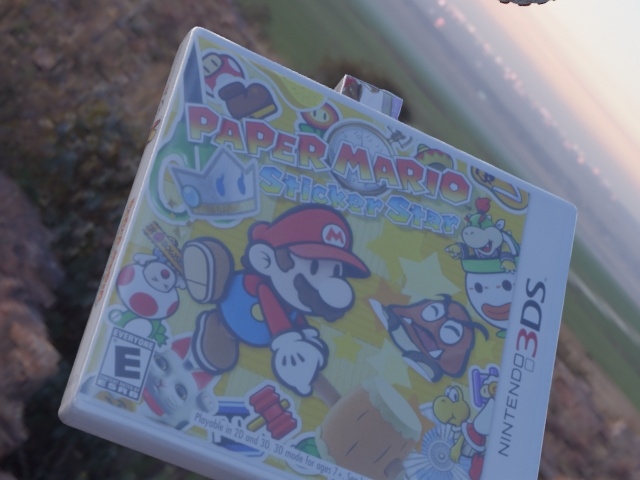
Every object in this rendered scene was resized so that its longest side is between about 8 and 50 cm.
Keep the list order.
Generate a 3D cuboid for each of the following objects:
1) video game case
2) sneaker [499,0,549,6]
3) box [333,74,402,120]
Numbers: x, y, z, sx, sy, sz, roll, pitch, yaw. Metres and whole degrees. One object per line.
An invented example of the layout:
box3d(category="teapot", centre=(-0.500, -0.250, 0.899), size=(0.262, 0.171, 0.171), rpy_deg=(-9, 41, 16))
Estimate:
box3d(category="video game case", centre=(0.012, 0.029, 0.681), size=(0.227, 0.026, 0.206), rpy_deg=(23, 60, -17))
box3d(category="sneaker", centre=(0.108, -0.256, 1.055), size=(0.225, 0.088, 0.093), rpy_deg=(44, -2, 22))
box3d(category="box", centre=(0.000, 0.000, 1.303), size=(0.063, 0.067, 0.324), rpy_deg=(23, 61, -11))
